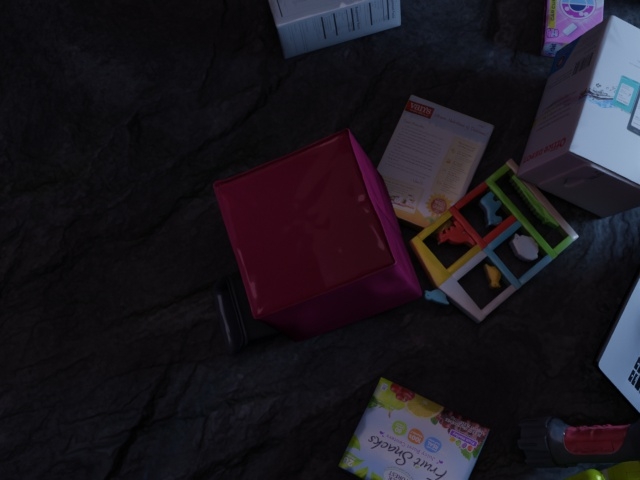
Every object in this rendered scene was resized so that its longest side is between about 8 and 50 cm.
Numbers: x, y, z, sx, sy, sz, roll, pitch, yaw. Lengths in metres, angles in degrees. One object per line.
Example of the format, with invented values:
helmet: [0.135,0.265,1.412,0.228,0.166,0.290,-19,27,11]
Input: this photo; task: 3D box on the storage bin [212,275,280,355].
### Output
storage bin: [-0.130,0.132,1.930,0.091,0.098,0.135,-7,69,-27]

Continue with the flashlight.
flashlight: [0.464,0.313,1.726,0.304,0.103,0.103,-10,68,40]

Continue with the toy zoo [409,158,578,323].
toy zoo: [0.296,0.013,1.928,0.293,0.030,0.192,-38,84,-13]

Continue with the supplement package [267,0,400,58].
supplement package: [0.022,-0.471,2.082,0.244,0.134,0.139,-15,71,0]

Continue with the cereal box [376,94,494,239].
cereal box: [0.202,-0.137,2.005,0.173,0.047,0.240,23,75,11]

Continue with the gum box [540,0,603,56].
gum box: [0.489,-0.450,2.074,0.107,0.062,0.188,6,72,6]

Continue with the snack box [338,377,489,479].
snack box: [0.160,0.360,1.836,0.207,0.070,0.174,25,75,13]

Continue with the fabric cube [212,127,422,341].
fabric cube: [0.000,0.000,1.836,0.254,0.258,0.259,-21,72,10]

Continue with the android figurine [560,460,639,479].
android figurine: [0.463,0.435,1.702,0.273,0.248,0.056,-27,37,27]

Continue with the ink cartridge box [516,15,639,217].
ink cartridge box: [0.508,-0.211,1.899,0.197,0.198,0.270,24,75,-11]

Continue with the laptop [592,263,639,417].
laptop: [0.701,0.155,1.779,0.236,0.408,0.382,15,70,45]
